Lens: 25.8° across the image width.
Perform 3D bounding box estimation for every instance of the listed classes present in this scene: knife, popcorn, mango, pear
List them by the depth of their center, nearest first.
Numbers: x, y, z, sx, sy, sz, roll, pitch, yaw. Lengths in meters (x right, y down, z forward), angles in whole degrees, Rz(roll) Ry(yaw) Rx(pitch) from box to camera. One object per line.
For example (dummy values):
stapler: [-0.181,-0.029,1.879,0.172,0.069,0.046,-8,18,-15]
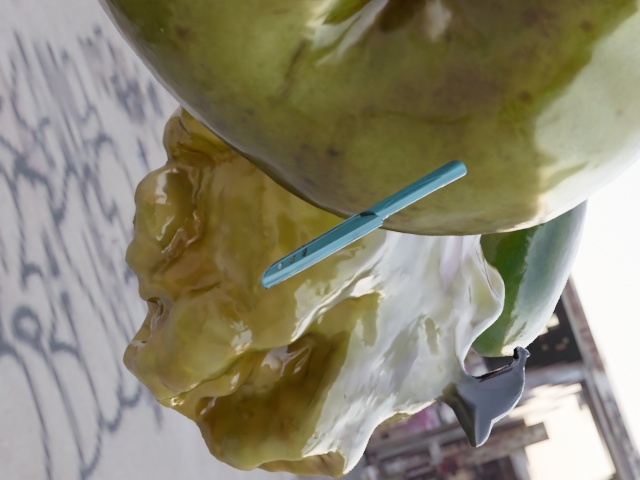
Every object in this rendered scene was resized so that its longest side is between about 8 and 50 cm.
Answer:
knife: [0.015,-0.006,0.465,0.014,0.091,0.005,13,-54,55]
pear: [0.049,-0.164,0.600,0.304,0.304,0.304,-18,90,-88]
popcorn: [0.000,0.000,0.942,0.297,0.281,0.316,-3,106,-55]
mango: [0.178,0.012,1.189,0.085,0.191,0.122,31,3,28]
